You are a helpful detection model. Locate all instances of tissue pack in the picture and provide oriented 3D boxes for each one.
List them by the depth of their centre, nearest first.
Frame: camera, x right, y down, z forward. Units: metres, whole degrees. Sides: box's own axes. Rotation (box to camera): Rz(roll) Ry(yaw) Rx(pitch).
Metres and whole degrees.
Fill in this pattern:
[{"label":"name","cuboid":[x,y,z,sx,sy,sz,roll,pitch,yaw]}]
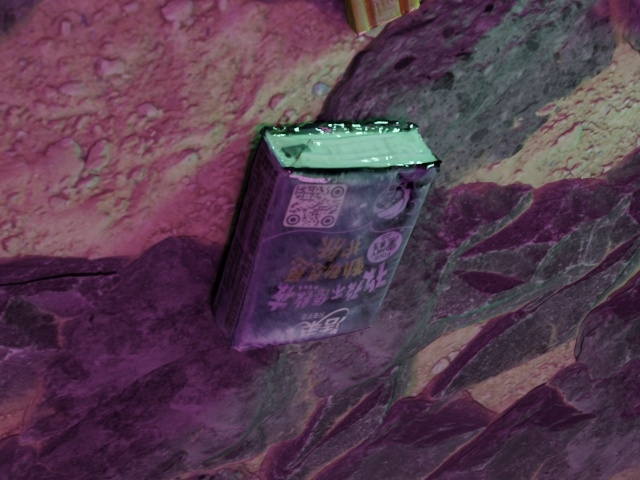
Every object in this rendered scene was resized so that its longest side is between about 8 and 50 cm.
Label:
[{"label":"tissue pack","cuboid":[0.000,0.000,1.634,0.259,0.122,0.361,-6,137,-26]}]

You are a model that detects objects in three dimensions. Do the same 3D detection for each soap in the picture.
[{"label":"soap","cuboid":[0.061,-0.359,1.347,0.092,0.037,0.252,-25,141,-6]}]
